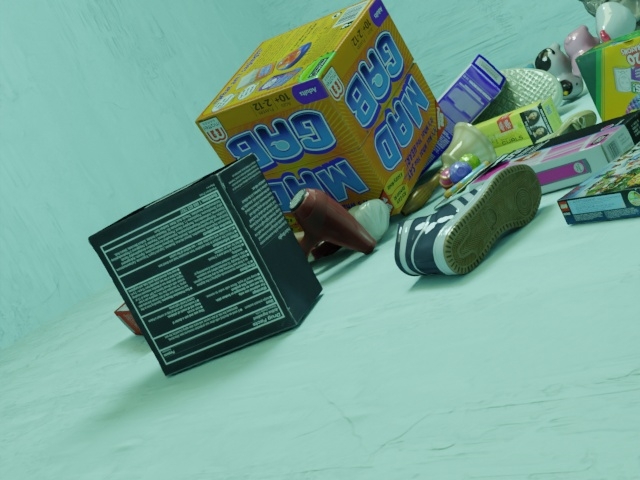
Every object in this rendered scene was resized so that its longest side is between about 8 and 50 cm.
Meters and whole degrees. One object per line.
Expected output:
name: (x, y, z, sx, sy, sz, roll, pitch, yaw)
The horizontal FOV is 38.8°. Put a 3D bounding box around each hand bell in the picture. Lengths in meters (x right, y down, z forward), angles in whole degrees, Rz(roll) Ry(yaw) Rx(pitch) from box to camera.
hand bell: (0.263, -0.140, 2.018, 0.242, 0.126, 0.126, -42, 14, -16)

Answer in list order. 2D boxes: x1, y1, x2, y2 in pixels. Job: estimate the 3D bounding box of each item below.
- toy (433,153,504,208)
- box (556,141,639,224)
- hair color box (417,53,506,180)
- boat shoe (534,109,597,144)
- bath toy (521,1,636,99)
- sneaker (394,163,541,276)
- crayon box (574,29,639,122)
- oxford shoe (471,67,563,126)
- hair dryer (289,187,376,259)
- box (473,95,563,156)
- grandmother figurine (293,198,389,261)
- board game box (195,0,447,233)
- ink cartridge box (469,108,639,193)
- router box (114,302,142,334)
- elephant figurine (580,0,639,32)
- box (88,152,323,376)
toy: (0.277, -0.130, 1.807, 0.137, 0.056, 0.237, -40, -5, -2)
box: (0.481, -0.101, 1.329, 0.233, 0.044, 0.159, -32, 11, -27)
hair color box: (0.312, -0.299, 2.289, 0.339, 0.110, 0.185, -46, 1, 25)
boat shoe: (0.502, -0.212, 1.837, 0.153, 0.056, 0.048, -30, 19, -9)
bath toy: (0.653, -0.457, 2.308, 0.348, 0.151, 0.129, -39, 14, 50)
sneaker: (0.233, -0.033, 1.477, 0.282, 0.099, 0.153, -38, 16, -36)
crayon box: (0.628, -0.314, 1.695, 0.081, 0.165, 0.278, -32, 10, -28)
oxford shoe: (0.445, -0.336, 2.400, 0.130, 0.169, 0.449, 17, -23, -42)
hair dryer: (-0.034, 0.006, 1.791, 0.293, 0.224, 0.080, -7, 23, -9)
box: (0.442, -0.252, 2.107, 0.232, 0.087, 0.058, -16, 15, 45)
grandmother figurine: (0.000, 0.000, 1.937, 0.342, 0.104, 0.208, -24, 18, 33)
board game box: (0.013, -0.271, 2.076, 0.356, 0.356, 0.356, -12, 34, 38)
ink cartridge box: (0.406, -0.134, 1.670, 0.371, 0.069, 0.175, -20, 12, 48)
router box: (-0.305, 0.079, 2.126, 0.335, 0.082, 0.301, -45, 13, -21)
elephant figurine: (0.787, -0.574, 2.342, 0.186, 0.239, 0.169, -7, -5, -16)
box: (-0.203, 0.045, 1.648, 0.296, 0.294, 0.183, -23, 9, 23)
